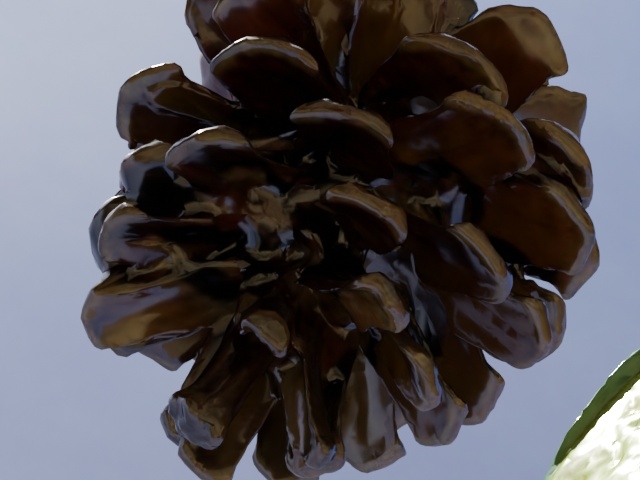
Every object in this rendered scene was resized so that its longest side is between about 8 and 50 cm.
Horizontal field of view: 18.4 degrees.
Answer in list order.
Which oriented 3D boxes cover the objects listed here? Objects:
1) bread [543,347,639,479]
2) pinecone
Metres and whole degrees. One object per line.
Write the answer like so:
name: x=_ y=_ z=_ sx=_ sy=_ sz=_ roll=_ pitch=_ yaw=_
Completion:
bread: x=0.149 y=0.046 z=0.559 sx=0.033 sy=0.228 sz=0.228 roll=49 pitch=-140 yaw=-14
pinecone: x=0.000 y=0.000 z=1.311 sx=0.384 sy=0.384 sz=0.384 roll=15 pitch=-136 yaw=-15
